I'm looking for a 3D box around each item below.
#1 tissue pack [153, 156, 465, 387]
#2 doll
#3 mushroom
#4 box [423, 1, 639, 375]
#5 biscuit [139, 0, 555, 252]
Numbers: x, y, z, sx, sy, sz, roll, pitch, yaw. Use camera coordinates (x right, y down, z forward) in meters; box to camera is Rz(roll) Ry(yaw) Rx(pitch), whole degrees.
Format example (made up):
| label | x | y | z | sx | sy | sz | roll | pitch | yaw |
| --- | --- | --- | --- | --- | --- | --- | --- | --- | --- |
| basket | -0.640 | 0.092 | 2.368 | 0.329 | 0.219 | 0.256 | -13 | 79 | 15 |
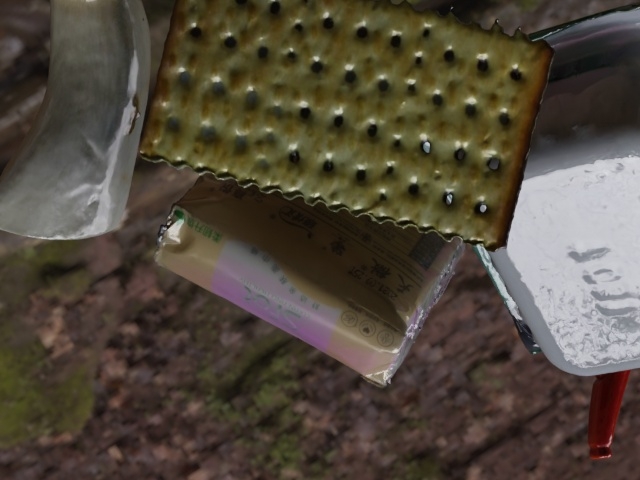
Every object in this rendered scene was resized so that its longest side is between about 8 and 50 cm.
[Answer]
| label | x | y | z | sx | sy | sz | roll | pitch | yaw |
| --- | --- | --- | --- | --- | --- | --- | --- | --- | --- |
| tissue pack | 0.000 | 0.000 | 1.275 | 0.215 | 0.256 | 0.123 | -52 | 164 | -48 |
| doll | 0.411 | 0.091 | 1.706 | 0.188 | 0.384 | 0.099 | 0 | 175 | -2 |
| mushroom | -0.286 | -0.194 | 1.565 | 0.177 | 0.126 | 0.397 | 5 | 104 | -35 |
| box | 0.225 | -0.010 | 1.048 | 0.264 | 0.337 | 0.106 | -14 | -144 | 28 |
| biscuit | 0.016 | -0.086 | 0.790 | 0.016 | 0.231 | 0.139 | -48 | 152 | -86 |
